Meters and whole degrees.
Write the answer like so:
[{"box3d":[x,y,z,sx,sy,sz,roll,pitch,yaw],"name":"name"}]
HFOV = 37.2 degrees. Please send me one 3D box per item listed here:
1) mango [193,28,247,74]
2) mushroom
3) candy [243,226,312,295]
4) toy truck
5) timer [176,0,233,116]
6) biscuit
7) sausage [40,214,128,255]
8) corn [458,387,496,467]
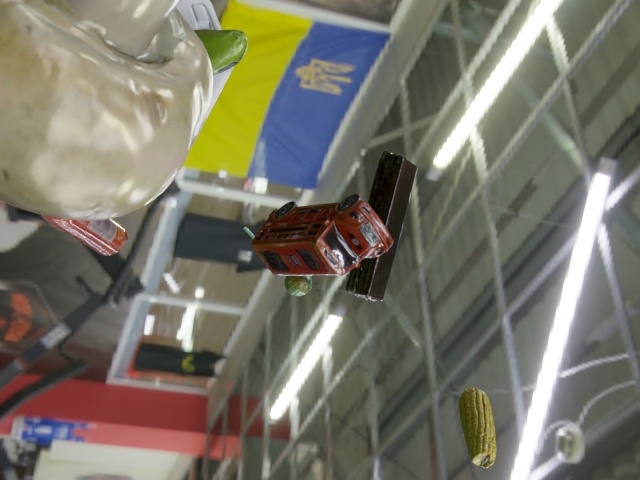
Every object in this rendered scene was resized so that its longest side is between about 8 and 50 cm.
[{"box3d":[-0.211,-0.340,1.707,0.074,0.165,0.091,16,59,-70],"name":"mango"},{"box3d":[-0.239,-0.180,0.966,0.353,0.353,0.325,161,-82,-72],"name":"mushroom"},{"box3d":[-0.097,0.042,2.086,0.061,0.202,0.061,-42,-173,7],"name":"candy"},{"box3d":[0.000,0.000,1.650,0.253,0.107,0.114,-3,-140,49],"name":"toy truck"},{"box3d":[-0.317,-0.375,1.978,0.195,0.194,0.192,-50,-126,49],"name":"timer"},{"box3d":[0.160,-0.037,2.452,0.107,0.073,0.388,24,79,-62],"name":"biscuit"},{"box3d":[-0.436,-0.039,1.717,0.274,0.074,0.074,52,42,-72],"name":"sausage"},{"box3d":[0.318,0.375,1.927,0.206,0.067,0.067,-87,-166,-58],"name":"corn"}]
